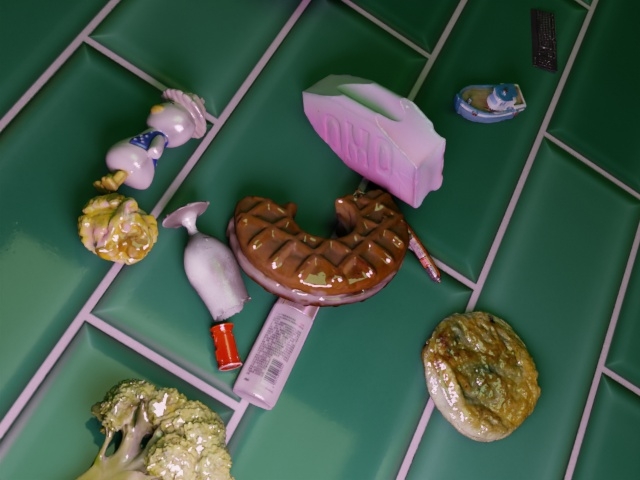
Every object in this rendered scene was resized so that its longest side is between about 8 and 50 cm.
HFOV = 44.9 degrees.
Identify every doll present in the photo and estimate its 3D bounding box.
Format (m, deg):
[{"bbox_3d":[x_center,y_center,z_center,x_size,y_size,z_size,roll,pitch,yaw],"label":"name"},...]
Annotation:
[{"bbox_3d":[-0.323,-0.196,1.505,0.293,0.138,0.119,-49,119,-31],"label":"doll"}]

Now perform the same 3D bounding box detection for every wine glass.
[{"bbox_3d":[-0.211,0.039,1.462,0.103,0.103,0.222,-21,77,-27],"label":"wine glass"}]

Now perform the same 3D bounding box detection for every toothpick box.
[{"bbox_3d":[-0.176,0.196,1.436,0.047,0.047,0.083,-7,69,-23],"label":"toothpick box"}]

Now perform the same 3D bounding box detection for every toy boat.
[{"bbox_3d":[0.416,-0.348,1.868,0.215,0.102,0.088,-7,68,-23],"label":"toy boat"}]

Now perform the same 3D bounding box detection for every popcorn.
[{"bbox_3d":[-0.372,-0.021,1.419,0.126,0.126,0.145,-45,105,-5],"label":"popcorn"}]

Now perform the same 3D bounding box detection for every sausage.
[{"bbox_3d":[0.204,0.008,1.675,0.028,0.025,0.198,-35,81,3],"label":"sausage"}]

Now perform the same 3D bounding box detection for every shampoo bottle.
[{"bbox_3d":[-0.081,0.201,1.464,0.086,0.056,0.228,26,61,-2],"label":"shampoo bottle"}]

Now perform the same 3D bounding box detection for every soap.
[{"bbox_3d":[0.111,-0.231,1.649,0.323,0.193,0.109,36,60,29],"label":"soap"}]

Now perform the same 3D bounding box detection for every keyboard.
[{"bbox_3d":[0.599,-0.539,2.070,0.074,0.015,0.197,13,63,-15],"label":"keyboard"}]

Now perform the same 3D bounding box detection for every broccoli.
[{"bbox_3d":[-0.282,0.350,1.249,0.302,0.186,0.254,6,75,-25],"label":"broccoli"}]

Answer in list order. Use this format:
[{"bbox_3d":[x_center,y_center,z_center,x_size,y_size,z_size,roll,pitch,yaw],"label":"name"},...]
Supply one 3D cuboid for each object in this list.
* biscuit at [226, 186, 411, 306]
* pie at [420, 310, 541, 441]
[{"bbox_3d":[0.014,0.011,1.516,0.366,0.115,0.268,-7,47,-19],"label":"biscuit"},{"bbox_3d":[0.334,0.270,1.582,0.276,0.078,0.277,8,67,-19],"label":"pie"}]
